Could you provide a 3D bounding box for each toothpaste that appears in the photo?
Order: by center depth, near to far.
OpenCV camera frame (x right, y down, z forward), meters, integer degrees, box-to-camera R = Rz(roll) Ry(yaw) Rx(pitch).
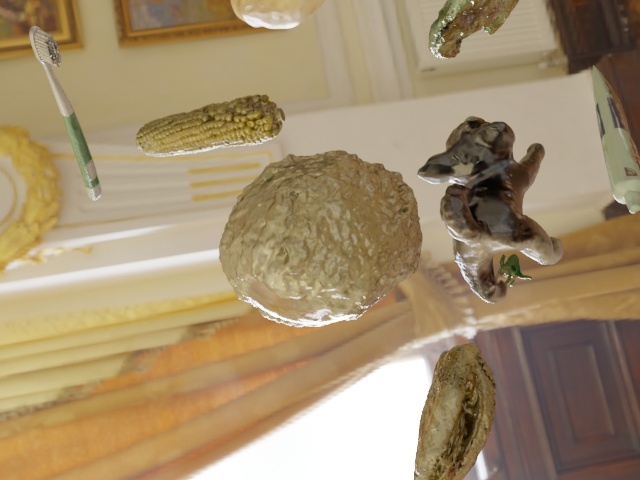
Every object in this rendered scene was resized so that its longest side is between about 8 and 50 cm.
[{"bbox_3d":[0.340,-0.117,0.984,0.060,0.038,0.233,46,-147,-35],"label":"toothpaste"}]

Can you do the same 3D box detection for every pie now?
[{"bbox_3d":[0.160,0.219,1.066,0.163,0.079,0.194,-94,19,-76],"label":"pie"},{"bbox_3d":[0.323,-0.467,1.636,0.067,0.302,0.302,52,168,10],"label":"pie"}]

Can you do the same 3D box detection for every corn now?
[{"bbox_3d":[-0.215,-0.221,1.681,0.097,0.319,0.097,-7,-90,-68],"label":"corn"}]

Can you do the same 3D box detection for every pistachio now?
[{"bbox_3d":[-0.067,-0.552,1.622,0.321,0.229,0.238,-57,-9,27],"label":"pistachio"}]

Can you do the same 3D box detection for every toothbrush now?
[{"bbox_3d":[-0.253,-0.119,0.876,0.018,0.024,0.257,-56,-16,-29],"label":"toothbrush"}]

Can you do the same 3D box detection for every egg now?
[{"bbox_3d":[0.000,0.000,1.302,0.279,0.310,0.279,55,158,36],"label":"egg"}]

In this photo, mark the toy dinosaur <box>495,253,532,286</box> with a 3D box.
[{"bbox_3d":[0.355,0.054,1.582,0.119,0.029,0.060,-173,99,-75],"label":"toy dinosaur"}]

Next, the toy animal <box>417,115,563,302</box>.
[{"bbox_3d":[0.301,-0.098,1.575,0.302,0.194,0.344,32,-136,-42],"label":"toy animal"}]
